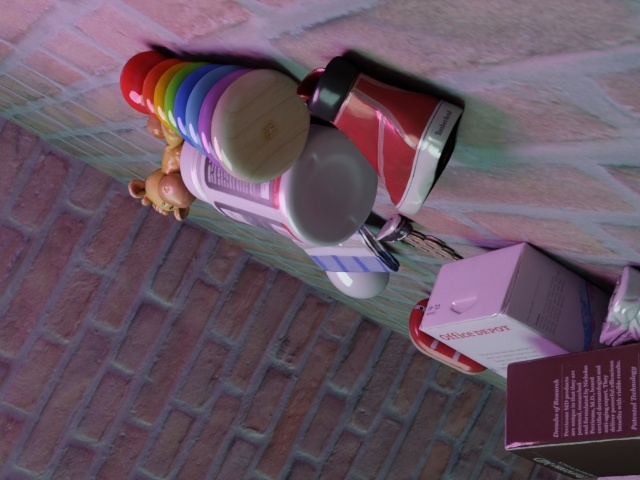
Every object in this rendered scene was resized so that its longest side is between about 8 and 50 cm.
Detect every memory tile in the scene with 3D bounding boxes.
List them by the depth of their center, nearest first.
[{"bbox_3d":[0.186,0.005,1.769,0.148,0.012,0.113,20,170,45],"label":"memory tile"}]

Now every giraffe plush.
[{"bbox_3d":[-0.261,-0.130,1.761,0.181,0.170,0.210,28,173,-10],"label":"giraffe plush"}]

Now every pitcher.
[{"bbox_3d":[0.045,0.022,2.026,0.207,0.125,0.178,47,178,-39],"label":"pitcher"}]

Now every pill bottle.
[{"bbox_3d":[-0.068,-0.096,1.369,0.161,0.161,0.283,33,171,-41],"label":"pill bottle"}]

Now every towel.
[{"bbox_3d":[-0.001,-0.023,1.791,0.209,0.034,0.285,-1,144,42],"label":"towel"}]

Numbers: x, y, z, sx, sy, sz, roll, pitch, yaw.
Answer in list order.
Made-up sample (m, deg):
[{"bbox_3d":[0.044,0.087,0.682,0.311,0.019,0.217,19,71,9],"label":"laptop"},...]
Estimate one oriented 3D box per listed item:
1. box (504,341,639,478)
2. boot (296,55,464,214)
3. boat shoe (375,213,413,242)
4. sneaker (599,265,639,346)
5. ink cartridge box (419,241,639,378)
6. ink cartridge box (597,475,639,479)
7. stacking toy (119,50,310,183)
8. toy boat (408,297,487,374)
[{"bbox_3d":[0.458,0.227,1.296,0.191,0.143,0.381,28,150,-37],"label":"box"},{"bbox_3d":[0.059,-0.119,1.080,0.176,0.088,0.244,26,165,9],"label":"boot"},{"bbox_3d":[0.131,-0.016,1.696,0.038,0.046,0.125,32,164,-5],"label":"boat shoe"},{"bbox_3d":[0.448,0.111,1.310,0.115,0.090,0.232,21,172,18],"label":"sneaker"},{"bbox_3d":[0.350,0.142,1.516,0.306,0.131,0.226,31,156,-20],"label":"ink cartridge box"},{"bbox_3d":[0.730,0.437,1.902,0.296,0.261,0.066,24,171,21],"label":"ink cartridge box"},{"bbox_3d":[-0.165,-0.181,1.272,0.330,0.141,0.141,25,173,45],"label":"stacking toy"},{"bbox_3d":[0.331,0.215,2.358,0.231,0.151,0.151,25,142,11],"label":"toy boat"}]
